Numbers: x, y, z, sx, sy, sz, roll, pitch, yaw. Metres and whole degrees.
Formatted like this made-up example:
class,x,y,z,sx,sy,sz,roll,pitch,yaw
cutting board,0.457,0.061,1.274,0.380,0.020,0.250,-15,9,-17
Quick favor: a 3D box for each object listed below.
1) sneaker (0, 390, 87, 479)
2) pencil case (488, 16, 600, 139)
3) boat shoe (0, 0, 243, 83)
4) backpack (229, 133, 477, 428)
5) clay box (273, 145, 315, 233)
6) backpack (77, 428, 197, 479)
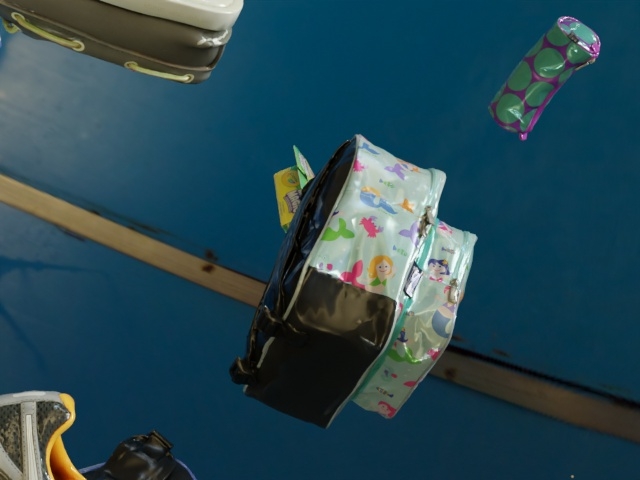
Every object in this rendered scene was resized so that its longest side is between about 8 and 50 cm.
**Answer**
class,x,y,z,sx,sy,sz,roll,pitch,yaw
sneaker,-0.163,0.188,0.583,0.083,0.084,0.214,-17,-74,-8
pencil case,0.279,-0.203,1.212,0.070,0.064,0.151,51,-54,19
boat shoe,-0.222,-0.207,0.801,0.305,0.091,0.109,14,-140,-16
backpack,0.040,0.033,0.944,0.191,0.225,0.253,19,-131,-7
clay box,0.000,0.000,1.215,0.053,0.222,0.127,-25,-148,8
backpack,-0.202,0.315,0.815,0.276,0.263,0.213,44,-66,40
